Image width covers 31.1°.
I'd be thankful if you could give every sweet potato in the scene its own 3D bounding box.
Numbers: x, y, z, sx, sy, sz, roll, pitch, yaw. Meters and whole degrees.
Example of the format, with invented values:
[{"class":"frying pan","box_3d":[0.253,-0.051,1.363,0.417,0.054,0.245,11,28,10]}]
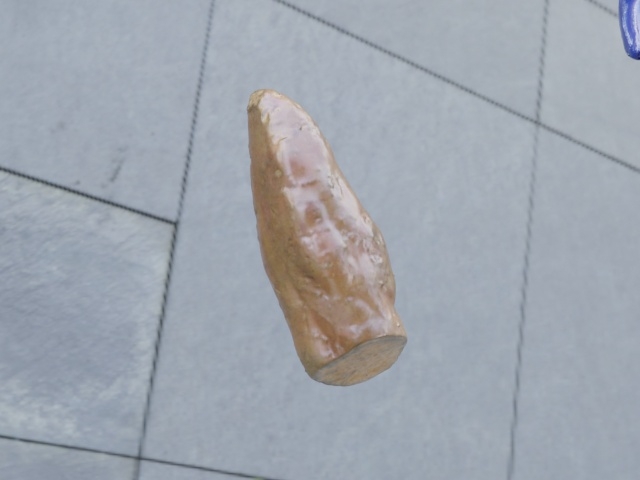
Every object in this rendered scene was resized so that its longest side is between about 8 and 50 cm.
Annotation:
[{"class":"sweet potato","box_3d":[0.000,0.000,0.898,0.097,0.097,0.251,-25,102,-39]}]

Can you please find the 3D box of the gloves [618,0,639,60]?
[{"class":"gloves","box_3d":[0.151,-0.090,0.475,0.064,0.026,0.086,12,50,-13]}]
